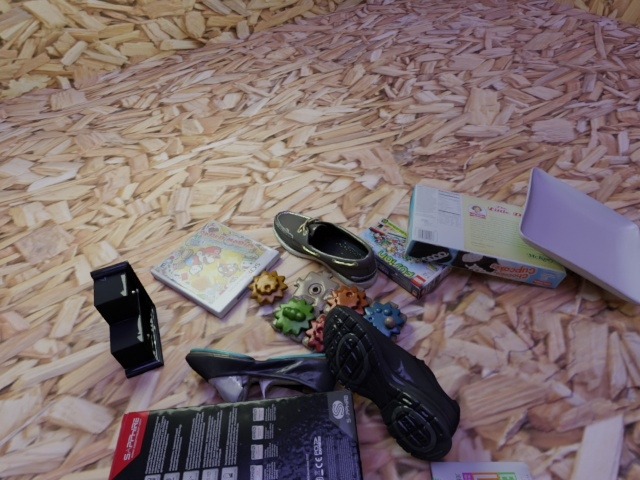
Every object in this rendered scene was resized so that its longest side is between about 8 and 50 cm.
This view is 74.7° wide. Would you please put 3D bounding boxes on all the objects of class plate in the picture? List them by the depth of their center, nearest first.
[{"bbox_3d":[0.555,-0.014,0.904,0.278,0.045,0.277,32,48,5],"label":"plate"}]

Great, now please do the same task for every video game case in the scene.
[{"bbox_3d":[-0.245,0.055,0.983,0.227,0.026,0.206,24,52,26],"label":"video game case"}]

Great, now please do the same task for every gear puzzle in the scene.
[{"bbox_3d":[-0.003,0.133,0.858,0.339,0.044,0.175,23,57,24],"label":"gear puzzle"}]

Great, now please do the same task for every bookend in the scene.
[{"bbox_3d":[-0.372,0.151,0.810,0.072,0.157,0.156,-19,46,-12],"label":"bookend"}]

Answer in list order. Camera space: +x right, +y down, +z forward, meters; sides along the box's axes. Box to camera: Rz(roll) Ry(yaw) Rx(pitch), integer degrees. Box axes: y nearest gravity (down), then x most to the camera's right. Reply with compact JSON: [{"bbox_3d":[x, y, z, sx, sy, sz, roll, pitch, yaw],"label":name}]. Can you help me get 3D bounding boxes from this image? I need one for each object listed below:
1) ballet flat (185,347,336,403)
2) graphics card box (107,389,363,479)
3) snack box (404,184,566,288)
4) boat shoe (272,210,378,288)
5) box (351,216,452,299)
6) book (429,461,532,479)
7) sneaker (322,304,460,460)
[{"bbox_3d":[-0.111,0.245,0.742,0.281,0.095,0.096,0,58,6],"label":"ballet flat"},{"bbox_3d":[-0.120,0.364,0.622,0.371,0.094,0.232,-7,45,0],"label":"graphics card box"},{"bbox_3d":[0.357,-0.015,0.933,0.322,0.060,0.187,13,48,3],"label":"snack box"},{"bbox_3d":[0.003,-0.003,0.969,0.305,0.091,0.109,31,57,30],"label":"boat shoe"},{"bbox_3d":[0.181,0.034,0.955,0.114,0.036,0.207,-35,52,-25],"label":"box"},{"bbox_3d":[0.242,0.380,0.618,0.144,0.035,0.096,-3,42,4],"label":"book"},{"bbox_3d":[0.116,0.224,0.717,0.286,0.109,0.130,49,31,21],"label":"sneaker"}]
